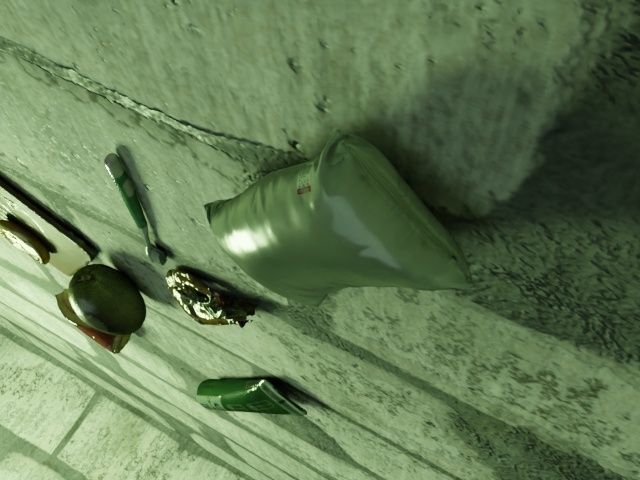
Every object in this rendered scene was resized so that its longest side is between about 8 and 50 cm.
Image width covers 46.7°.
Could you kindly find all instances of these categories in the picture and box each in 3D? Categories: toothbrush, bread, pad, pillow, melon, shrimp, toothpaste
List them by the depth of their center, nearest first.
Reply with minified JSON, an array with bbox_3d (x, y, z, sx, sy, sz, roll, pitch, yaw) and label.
[{"bbox_3d":[0.000,0.001,0.589,0.144,0.078,0.254,40,156,-17],"label":"pillow"},{"bbox_3d":[-0.219,-0.029,0.888,0.024,0.018,0.257,24,156,13],"label":"toothbrush"},{"bbox_3d":[-0.148,0.078,0.998,0.180,0.041,0.099,9,133,46],"label":"shrimp"},{"bbox_3d":[-0.342,0.100,1.201,0.099,0.099,0.162,19,156,30],"label":"melon"},{"bbox_3d":[-0.513,-0.042,1.239,0.286,0.018,0.284,39,157,-16],"label":"pad"},{"bbox_3d":[-0.508,0.003,1.268,0.110,0.024,0.110,27,156,13],"label":"bread"},{"bbox_3d":[-0.151,0.286,1.375,0.099,0.061,0.392,41,153,-18],"label":"toothpaste"},{"bbox_3d":[-0.450,0.172,1.517,0.119,0.067,0.192,1,142,51],"label":"bread"}]
